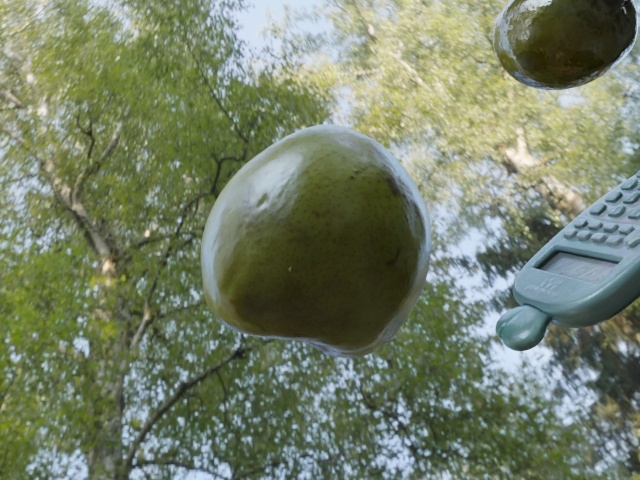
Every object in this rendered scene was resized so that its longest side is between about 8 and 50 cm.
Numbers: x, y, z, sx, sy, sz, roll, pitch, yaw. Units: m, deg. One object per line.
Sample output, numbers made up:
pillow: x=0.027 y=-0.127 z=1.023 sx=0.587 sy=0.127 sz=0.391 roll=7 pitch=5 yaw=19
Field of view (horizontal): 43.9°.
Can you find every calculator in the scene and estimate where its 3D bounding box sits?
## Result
calculator: x=0.300 y=0.013 z=0.834 sx=0.295 sy=0.184 sz=0.042 roll=-42 pitch=-78 yaw=-6

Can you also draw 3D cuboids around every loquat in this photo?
loquat: x=0.298 y=-0.258 z=0.991 sx=0.152 sy=0.195 sz=0.152 roll=6 pitch=-102 yaw=-31

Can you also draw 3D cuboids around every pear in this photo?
pear: x=0.000 y=0.000 z=1.033 sx=0.303 sy=0.304 sz=0.304 roll=-3 pitch=-65 yaw=-7
